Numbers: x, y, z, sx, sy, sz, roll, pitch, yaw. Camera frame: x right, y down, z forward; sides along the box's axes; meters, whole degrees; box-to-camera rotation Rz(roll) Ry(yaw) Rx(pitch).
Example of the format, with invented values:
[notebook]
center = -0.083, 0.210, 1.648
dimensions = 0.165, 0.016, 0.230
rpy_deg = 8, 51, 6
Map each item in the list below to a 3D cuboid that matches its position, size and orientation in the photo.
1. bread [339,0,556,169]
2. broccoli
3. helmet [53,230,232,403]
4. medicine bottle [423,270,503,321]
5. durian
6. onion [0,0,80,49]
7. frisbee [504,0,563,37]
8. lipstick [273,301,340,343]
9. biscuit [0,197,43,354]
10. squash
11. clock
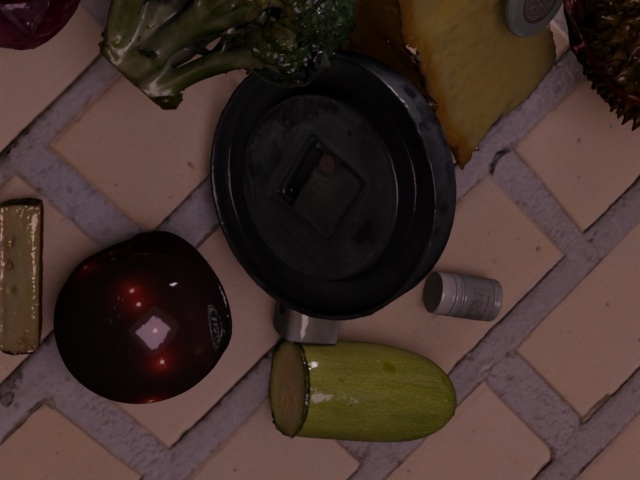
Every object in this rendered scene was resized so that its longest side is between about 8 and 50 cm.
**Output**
[bread]
center = 0.174, -0.258, 1.814
dimensions = 0.315, 0.279, 0.248
rpy_deg = 45, 80, -14
[broccoli]
center = -0.125, -0.290, 1.676
dimensions = 0.321, 0.304, 0.283
rpy_deg = 41, 97, -19
[helmet]
center = -0.213, 0.098, 1.832
dimensions = 0.216, 0.193, 0.189
rpy_deg = -5, 112, 12
[medicine bottle]
center = 0.188, 0.074, 2.030
dimensions = 0.091, 0.058, 0.058
rpy_deg = 9, 103, -22
[durian]
center = 0.458, -0.291, 1.862
dimensions = 0.348, 0.384, 0.347
rpy_deg = -3, 79, 15
[onion]
center = -0.324, -0.307, 1.658
dimensions = 0.207, 0.200, 0.200
rpy_deg = -45, 116, -9
[frisbee]
center = 0.259, -0.291, 1.821
dimensions = 0.110, 0.014, 0.110
rpy_deg = -33, 142, -30
[lipstick]
center = 0.000, 0.000, 1.925
dimensions = 0.077, 0.079, 0.252
rpy_deg = 5, 106, -19
[biscuit]
center = -0.358, 0.043, 1.822
dimensions = 0.056, 0.052, 0.188
rpy_deg = 3, 106, -4
[squash]
center = 0.067, 0.195, 1.988
dimensions = 0.247, 0.132, 0.132
rpy_deg = 5, 105, -24
[clock]
center = 0.013, -0.066, 1.796
dimensions = 0.066, 0.319, 0.318
rpy_deg = -18, 117, -53
